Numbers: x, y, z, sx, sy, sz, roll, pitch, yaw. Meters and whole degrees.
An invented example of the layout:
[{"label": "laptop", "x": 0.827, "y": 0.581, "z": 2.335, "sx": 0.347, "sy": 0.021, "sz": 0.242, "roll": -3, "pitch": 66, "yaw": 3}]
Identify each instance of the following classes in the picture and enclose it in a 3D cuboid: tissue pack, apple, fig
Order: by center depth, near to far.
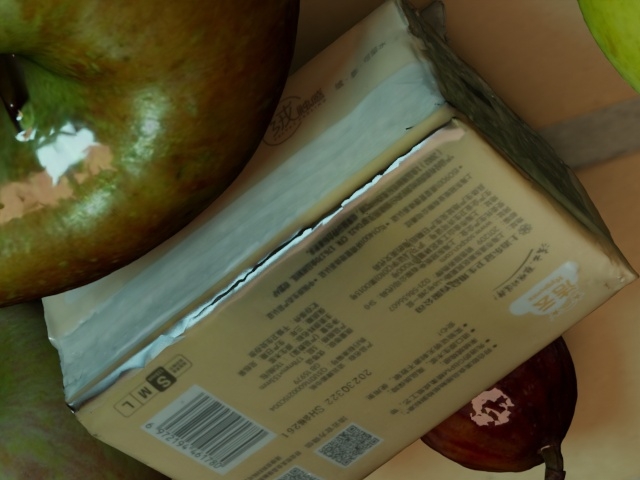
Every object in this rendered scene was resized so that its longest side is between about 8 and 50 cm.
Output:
[{"label": "apple", "x": -0.201, "y": -0.154, "z": 0.958, "sx": 0.384, "sy": 0.374, "sz": 0.374, "roll": -29, "pitch": 109, "yaw": 0}, {"label": "tissue pack", "x": 0.000, "y": 0.000, "z": 1.087, "sx": 0.305, "sy": 0.238, "sz": 0.238, "roll": -38, "pitch": 106, "yaw": 18}, {"label": "fig", "x": 0.120, "y": 0.105, "z": 1.152, "sx": 0.128, "sy": 0.150, "sz": 0.128, "roll": -4, "pitch": 109, "yaw": -11}, {"label": "apple", "x": -0.217, "y": 0.177, "z": 1.154, "sx": 0.256, "sy": 0.257, "sz": 0.234, "roll": -16, "pitch": 133, "yaw": 10}]

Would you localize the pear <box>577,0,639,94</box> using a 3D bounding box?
[{"label": "pear", "x": 0.330, "y": -0.208, "z": 0.888, "sx": 0.418, "sy": 0.362, "sz": 0.362, "roll": -36, "pitch": 107, "yaw": 30}]
